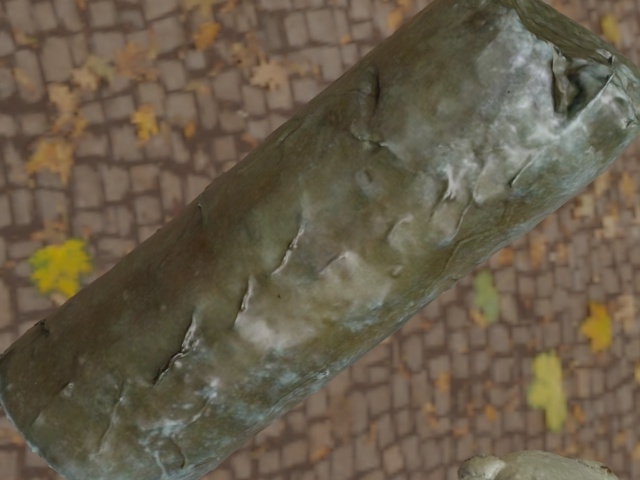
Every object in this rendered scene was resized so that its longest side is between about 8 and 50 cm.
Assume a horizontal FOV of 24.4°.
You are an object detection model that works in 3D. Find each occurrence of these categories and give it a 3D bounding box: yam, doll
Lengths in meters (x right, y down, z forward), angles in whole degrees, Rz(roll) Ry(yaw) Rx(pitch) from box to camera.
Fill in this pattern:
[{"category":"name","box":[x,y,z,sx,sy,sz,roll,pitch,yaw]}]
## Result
[{"category":"yam","box":[0.000,0.000,0.557,0.093,0.259,0.093,45,18,-19]},{"category":"doll","box":[0.218,0.300,1.317,0.149,0.175,0.278,-38,135,-36]}]
